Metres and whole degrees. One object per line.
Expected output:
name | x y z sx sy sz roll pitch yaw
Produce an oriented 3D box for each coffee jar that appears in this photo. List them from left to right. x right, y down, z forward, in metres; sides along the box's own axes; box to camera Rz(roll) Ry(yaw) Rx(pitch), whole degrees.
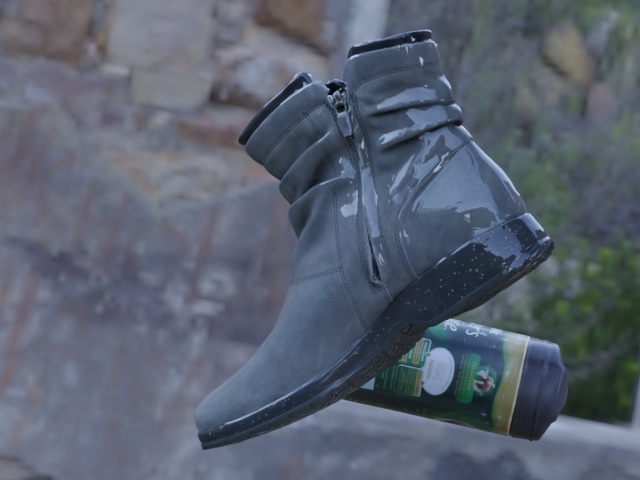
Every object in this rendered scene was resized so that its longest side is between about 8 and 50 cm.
coffee jar | 0.096 0.099 1.467 0.184 0.079 0.096 12 -4 7

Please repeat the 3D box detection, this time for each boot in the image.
boot | 0.000 0.000 1.096 0.246 0.161 0.083 -36 -9 20
